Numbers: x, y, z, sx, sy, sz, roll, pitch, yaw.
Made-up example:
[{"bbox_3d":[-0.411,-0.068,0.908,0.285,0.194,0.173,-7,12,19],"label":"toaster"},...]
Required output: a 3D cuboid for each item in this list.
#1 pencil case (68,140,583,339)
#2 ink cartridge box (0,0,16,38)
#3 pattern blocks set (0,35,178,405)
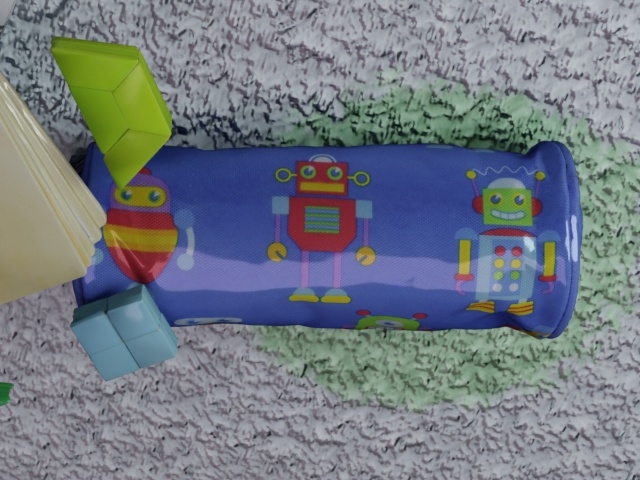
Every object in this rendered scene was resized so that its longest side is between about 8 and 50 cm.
[{"bbox_3d":[0.000,0.000,0.997,0.306,0.119,0.133,0,163,-2],"label":"pencil case"},{"bbox_3d":[-0.236,-0.147,0.879,0.140,0.082,0.190,10,128,-29],"label":"ink cartridge box"},{"bbox_3d":[-0.217,-0.037,0.875,0.286,0.026,0.324,-12,123,6],"label":"pattern blocks set"}]
